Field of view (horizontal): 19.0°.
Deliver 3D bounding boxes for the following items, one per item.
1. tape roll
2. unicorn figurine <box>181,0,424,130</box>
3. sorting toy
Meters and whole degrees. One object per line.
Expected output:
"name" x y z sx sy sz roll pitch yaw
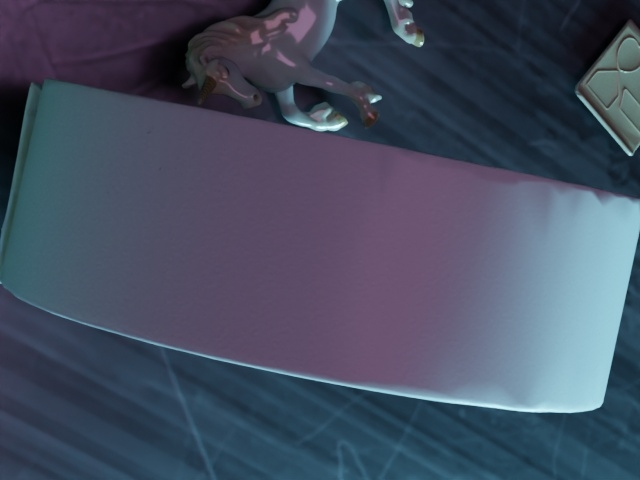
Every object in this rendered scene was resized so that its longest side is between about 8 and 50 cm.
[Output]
"tape roll" 0.000 0.000 0.881 0.286 0.286 0.100 9 94 -30
"unicorn figurine" -0.009 -0.105 0.995 0.111 0.060 0.162 34 65 -28
"sorting toy" 0.189 -0.081 1.128 0.083 0.012 0.062 46 70 -23
